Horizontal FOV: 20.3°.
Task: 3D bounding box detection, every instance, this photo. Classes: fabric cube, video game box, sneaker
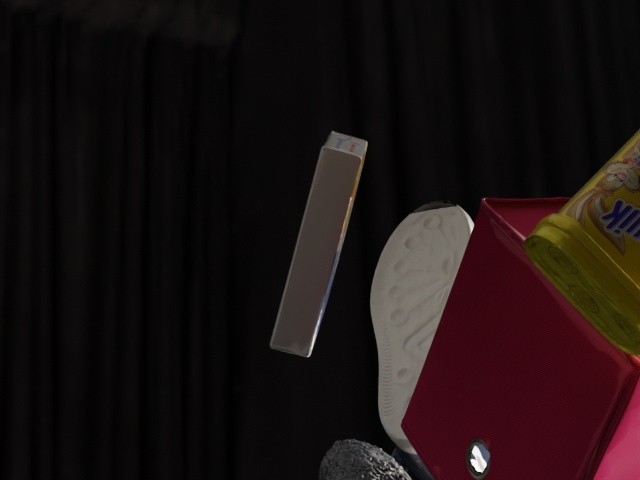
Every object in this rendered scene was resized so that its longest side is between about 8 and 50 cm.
[{"bbox_3d":[0.264,0.132,1.592,0.259,0.254,0.258,-2,125,-30],"label":"fabric cube"},{"bbox_3d":[0.000,0.000,1.798,0.048,0.205,0.187,15,-171,-1],"label":"video game box"},{"bbox_3d":[0.157,0.145,2.087,0.130,0.323,0.236,-9,147,23],"label":"sneaker"}]

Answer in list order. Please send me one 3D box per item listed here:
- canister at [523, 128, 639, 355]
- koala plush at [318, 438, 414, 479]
[{"bbox_3d":[0.257,-0.015,1.368,0.170,0.126,0.073,-45,-179,-15],"label":"canister"},{"bbox_3d":[0.108,0.295,1.720,0.221,0.203,0.196,2,-170,9],"label":"koala plush"}]
